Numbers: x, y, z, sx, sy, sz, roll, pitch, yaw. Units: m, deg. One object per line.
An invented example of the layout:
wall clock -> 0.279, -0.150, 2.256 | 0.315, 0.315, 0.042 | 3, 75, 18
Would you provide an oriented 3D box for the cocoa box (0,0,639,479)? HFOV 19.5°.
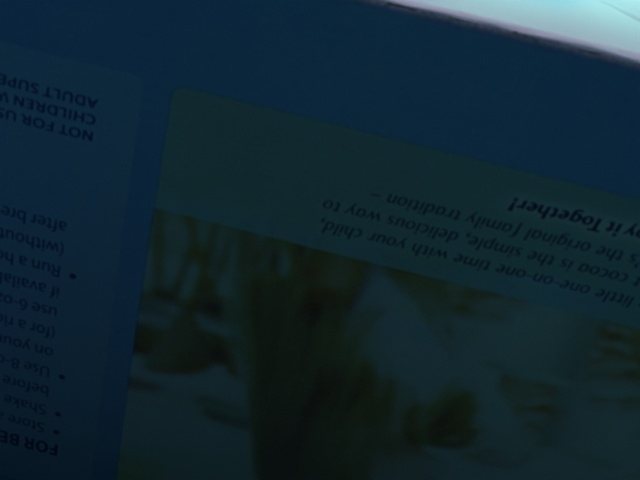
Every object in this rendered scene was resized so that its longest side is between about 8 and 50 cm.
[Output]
cocoa box -> 0.034, -0.032, 0.583 | 0.347, 0.231, 0.228 | 14, 39, 2
